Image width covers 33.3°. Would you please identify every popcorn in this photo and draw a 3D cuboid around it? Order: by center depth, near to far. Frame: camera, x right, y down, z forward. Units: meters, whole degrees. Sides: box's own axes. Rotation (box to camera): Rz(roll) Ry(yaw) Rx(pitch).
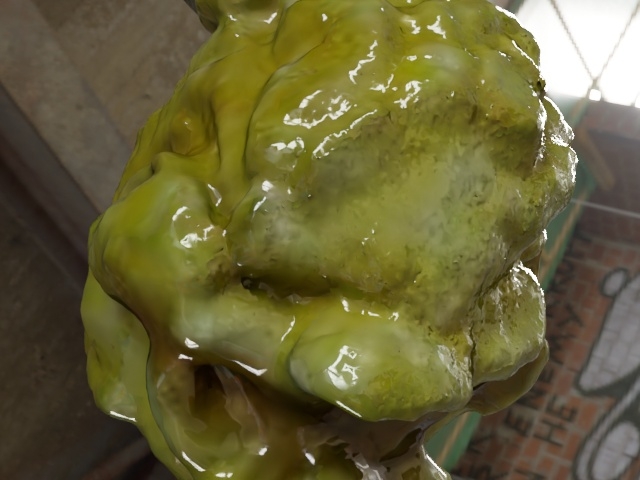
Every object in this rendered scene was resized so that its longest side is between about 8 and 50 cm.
[{"bbox_3d":[0.000,0.000,0.498,0.235,0.242,0.250,-5,-65,-45],"label":"popcorn"}]

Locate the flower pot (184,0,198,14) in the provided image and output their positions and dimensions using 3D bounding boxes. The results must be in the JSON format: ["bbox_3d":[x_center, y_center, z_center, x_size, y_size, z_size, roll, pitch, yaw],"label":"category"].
[{"bbox_3d":[-0.056,-0.388,1.421,0.293,0.330,0.293,-51,-5,-6],"label":"flower pot"}]
